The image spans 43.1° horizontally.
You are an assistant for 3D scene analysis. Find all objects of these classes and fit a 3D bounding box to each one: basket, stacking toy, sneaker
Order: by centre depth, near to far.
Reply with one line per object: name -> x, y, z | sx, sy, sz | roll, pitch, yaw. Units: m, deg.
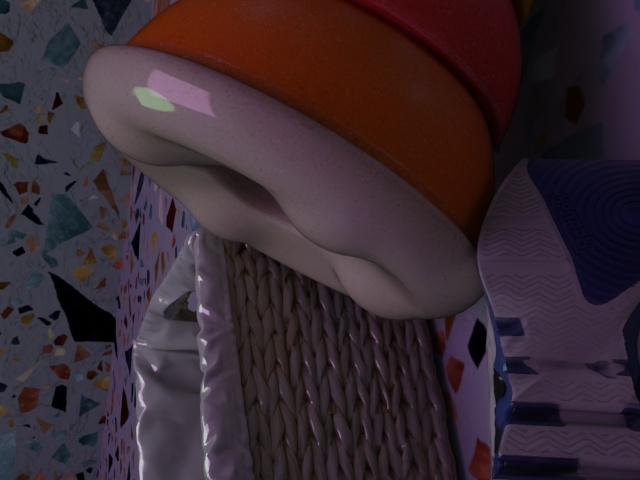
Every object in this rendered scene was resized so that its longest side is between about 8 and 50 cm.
sneaker -> 0.163, 0.108, 0.551 | 0.182, 0.128, 0.315 | 78, -159, -57
stacking toy -> 0.066, -0.205, 0.678 | 0.479, 0.351, 0.351 | -60, 20, -11
basket -> -0.046, 0.204, 0.886 | 0.328, 0.267, 0.331 | 128, 140, -54
